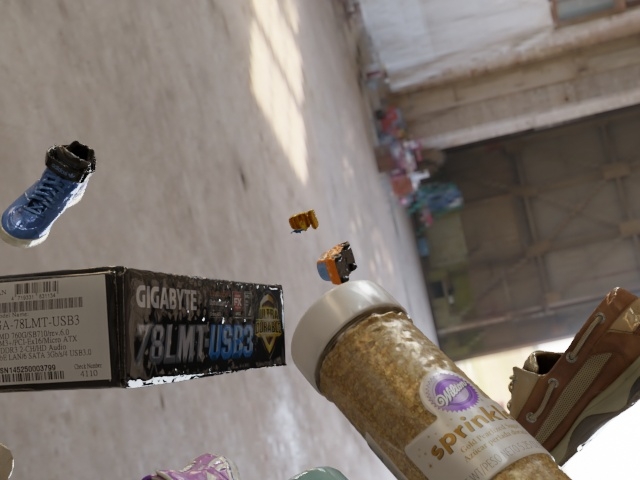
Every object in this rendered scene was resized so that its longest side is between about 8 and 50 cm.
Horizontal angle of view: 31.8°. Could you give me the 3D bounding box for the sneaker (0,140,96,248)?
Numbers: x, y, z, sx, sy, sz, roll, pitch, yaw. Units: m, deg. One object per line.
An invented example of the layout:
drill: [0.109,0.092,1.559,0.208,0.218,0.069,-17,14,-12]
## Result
sneaker: [-0.296,-0.058,1.228,0.085,0.058,0.152,-61,175,34]

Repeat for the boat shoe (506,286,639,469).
boat shoe: [0.269,0.174,1.253,0.116,0.324,0.123,48,31,15]

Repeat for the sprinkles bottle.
sprinkles bottle: [0.114,0.182,1.040,0.355,0.121,0.121,45,-14,38]

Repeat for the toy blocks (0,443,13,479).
toy blocks: [-0.506,0.211,1.001,0.289,0.260,0.309,57,50,-26]

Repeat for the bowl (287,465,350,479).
bowl: [0.013,0.421,1.225,0.311,0.163,0.312,-33,132,-45]

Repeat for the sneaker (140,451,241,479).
sneaker: [-0.213,0.383,1.773,0.102,0.161,0.282,-70,-162,-3]

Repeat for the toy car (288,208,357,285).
toy car: [0.000,0.000,1.246,0.122,0.040,0.060,61,30,-34]

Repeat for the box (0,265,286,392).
box: [-0.203,0.064,0.757,0.295,0.293,0.073,12,76,-74]
